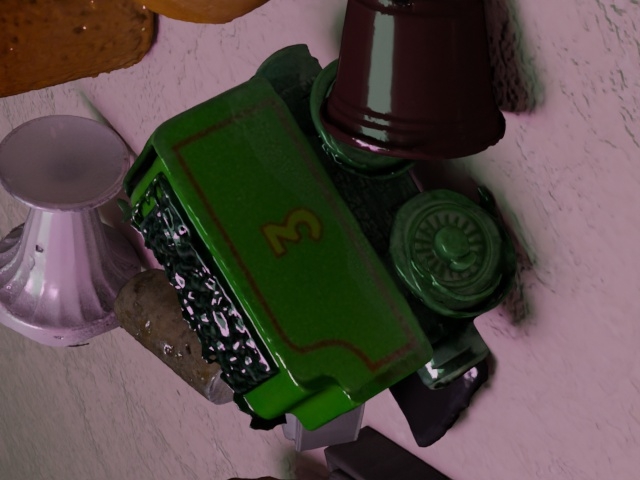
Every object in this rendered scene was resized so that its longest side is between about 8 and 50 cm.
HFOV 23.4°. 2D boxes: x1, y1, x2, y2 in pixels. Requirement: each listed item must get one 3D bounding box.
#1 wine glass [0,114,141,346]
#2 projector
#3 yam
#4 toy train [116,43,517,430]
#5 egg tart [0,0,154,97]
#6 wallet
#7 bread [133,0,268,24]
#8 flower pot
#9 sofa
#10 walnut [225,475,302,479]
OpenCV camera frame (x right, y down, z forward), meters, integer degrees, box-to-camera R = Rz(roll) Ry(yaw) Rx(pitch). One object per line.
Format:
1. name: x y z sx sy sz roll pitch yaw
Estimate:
1. wine glass: -0.258 -0.013 1.530 0.165 0.165 0.196 46 149 30
2. projector: -0.009 0.076 1.119 0.147 0.061 0.115 94 162 -61
3. yam: -0.124 0.093 1.477 0.179 0.078 0.078 34 145 41
4. toy train: 0.000 0.000 0.981 0.243 0.188 0.132 58 157 4
5. egg tart: -0.249 -0.216 1.292 0.202 0.147 0.202 44 149 35
6. wallet: 0.023 0.016 1.151 0.285 0.030 0.146 54 154 15
7. bread: -0.164 -0.304 1.020 0.337 0.148 0.328 39 148 42
8. flower pot: 0.055 -0.107 0.878 0.111 0.111 0.089 33 129 47
9. sofa: 0.064 0.222 1.260 0.147 0.060 0.085 27 140 52
10. walnut: -0.044 0.316 1.434 0.213 0.213 0.213 45 152 32
